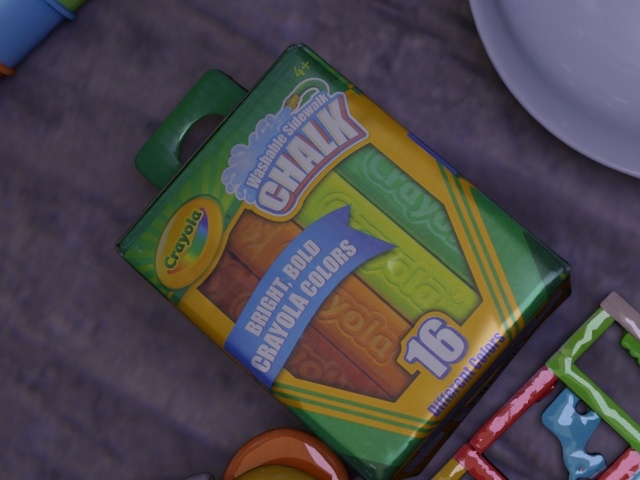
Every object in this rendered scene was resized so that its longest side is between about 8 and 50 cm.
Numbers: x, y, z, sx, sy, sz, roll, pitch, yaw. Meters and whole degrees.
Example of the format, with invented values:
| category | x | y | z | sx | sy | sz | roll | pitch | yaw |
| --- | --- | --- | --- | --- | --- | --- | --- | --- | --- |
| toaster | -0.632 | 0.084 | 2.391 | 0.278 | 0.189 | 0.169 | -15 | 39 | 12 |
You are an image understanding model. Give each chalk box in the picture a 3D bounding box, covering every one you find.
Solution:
| category | x | y | z | sx | sy | sz | roll | pitch | yaw |
| --- | --- | --- | --- | --- | --- | --- | --- | --- | --- |
| chalk box | 0.000 | 0.000 | 0.926 | 0.289 | 0.179 | 0.180 | 40 | 91 | 12 |

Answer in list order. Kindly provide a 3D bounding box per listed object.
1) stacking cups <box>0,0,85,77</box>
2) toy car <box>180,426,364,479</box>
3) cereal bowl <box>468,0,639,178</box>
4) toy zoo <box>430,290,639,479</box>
| category | x | y | z | sx | sy | sz | roll | pitch | yaw |
| --- | --- | --- | --- | --- | --- | --- | --- | --- | --- |
| stacking cups | -0.236 | -0.177 | 1.031 | 0.316 | 0.096 | 0.096 | -41 | 78 | 4 |
| toy car | -0.023 | 0.208 | 0.928 | 0.159 | 0.136 | 0.182 | 1 | 114 | 4 |
| cereal bowl | 0.258 | -0.211 | 0.889 | 0.339 | 0.141 | 0.339 | 3 | 117 | 7 |
| toy zoo | 0.167 | 0.204 | 0.948 | 0.192 | 0.030 | 0.293 | 45 | 93 | 12 |
